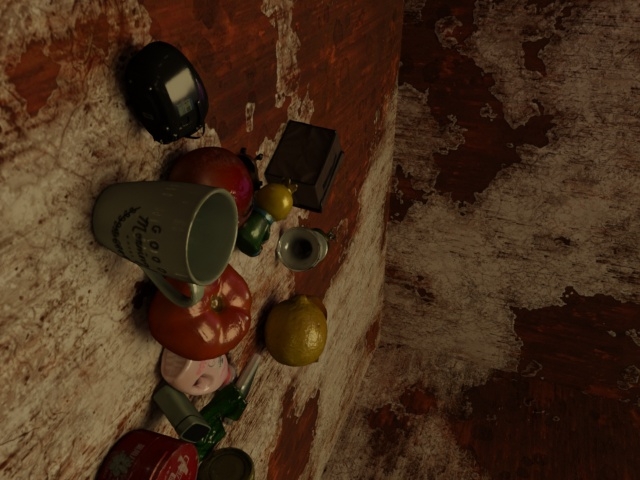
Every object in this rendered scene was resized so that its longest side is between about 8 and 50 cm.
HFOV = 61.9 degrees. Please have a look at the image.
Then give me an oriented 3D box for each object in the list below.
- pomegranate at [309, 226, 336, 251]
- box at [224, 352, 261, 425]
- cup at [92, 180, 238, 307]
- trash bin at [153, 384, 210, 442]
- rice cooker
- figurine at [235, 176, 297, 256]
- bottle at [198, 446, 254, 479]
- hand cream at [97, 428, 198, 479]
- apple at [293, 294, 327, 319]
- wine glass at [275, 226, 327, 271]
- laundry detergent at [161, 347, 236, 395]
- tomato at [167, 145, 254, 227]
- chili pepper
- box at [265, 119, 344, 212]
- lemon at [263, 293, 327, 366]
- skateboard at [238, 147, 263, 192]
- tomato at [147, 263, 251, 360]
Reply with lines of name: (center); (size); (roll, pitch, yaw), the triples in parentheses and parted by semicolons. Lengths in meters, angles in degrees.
pomegranate: (0.000, 0.000, 2.109); (0.122, 0.161, 0.122); (57, 14, -22)
box: (-0.249, 0.473, 1.687); (0.285, 0.044, 0.142); (111, 4, -48)
cup: (-0.305, 0.008, 1.046); (0.186, 0.234, 0.258); (-44, 141, -60)
trash bin: (-0.347, 0.434, 1.336); (0.059, 0.130, 0.116); (-42, 152, -12)
rice cooker: (-0.299, -0.281, 1.044); (0.118, 0.142, 0.203); (-51, 149, -32)
figurine: (-0.157, -0.070, 1.565); (0.234, 0.127, 0.185); (-61, 166, -21)
bottle: (-0.291, 0.846, 1.720); (0.171, 0.171, 0.351); (-53, 151, -53)
hand cream: (-0.401, 0.565, 1.245); (0.230, 0.149, 0.230); (9, 90, -71)
apple: (-0.062, 0.316, 2.138); (0.173, 0.160, 0.195); (-38, 135, -31)
wine glass: (-0.058, 0.031, 1.952); (0.196, 0.165, 0.165); (0, 101, -79)
laundry detergent: (-0.317, 0.347, 1.454); (0.335, 0.087, 0.159); (65, 39, -62)
tomato: (-0.245, -0.113, 1.232); (0.208, 0.184, 0.208); (13, 90, -71)
chili pepper: (-0.307, 0.515, 1.509); (0.253, 0.099, 0.083); (-52, -160, 4)
box: (-0.047, -0.248, 1.759); (0.153, 0.188, 0.252); (75, 34, -59)
lemon: (-0.089, 0.321, 1.908); (0.228, 0.228, 0.254); (12, 72, -72)
skateboard: (-0.205, -0.183, 1.524); (0.080, 0.067, 0.151); (-50, 152, -38)
tomato: (-0.283, 0.162, 1.257); (0.259, 0.180, 0.260); (19, 63, -42)
